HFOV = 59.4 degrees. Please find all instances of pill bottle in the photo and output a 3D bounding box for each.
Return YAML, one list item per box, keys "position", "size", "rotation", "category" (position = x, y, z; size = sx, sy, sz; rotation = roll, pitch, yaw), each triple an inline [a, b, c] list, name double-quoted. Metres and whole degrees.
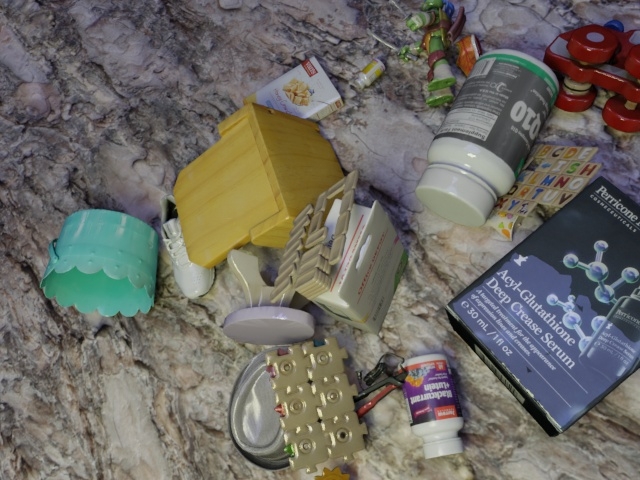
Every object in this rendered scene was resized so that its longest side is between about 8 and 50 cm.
- position: [0.132, -0.447, 1.511]
  size: [0.083, 0.043, 0.043]
  rotation: [-44, 64, -3]
  category: "pill bottle"
- position: [0.368, -0.225, 1.263]
  size: [0.204, 0.204, 0.361]
  rotation: [25, 80, 24]
  category: "pill bottle"
- position: [0.229, 0.337, 1.145]
  size: [0.108, 0.108, 0.194]
  rotation: [-16, 66, 11]
  category: "pill bottle"

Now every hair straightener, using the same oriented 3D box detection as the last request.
- position: [0.096, 0.305, 1.182]
  size: [0.230, 0.047, 0.089]
  rotation: [-49, 57, 31]
  category: "hair straightener"

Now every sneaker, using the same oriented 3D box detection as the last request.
- position: [0.384, -0.441, 1.430]
  size: [0.067, 0.064, 0.175]
  rotation: [-21, 59, 33]
  category: "sneaker"
- position: [-0.360, 0.015, 1.445]
  size: [0.111, 0.129, 0.297]
  rotation: [-25, 66, 6]
  category: "sneaker"

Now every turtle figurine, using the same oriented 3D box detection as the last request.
- position: [0.235, -0.479, 1.406]
  size: [0.274, 0.198, 0.266]
  rotation: [-4, 75, -25]
  category: "turtle figurine"

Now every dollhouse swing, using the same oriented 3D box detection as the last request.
- position: [-0.146, -0.103, 1.415]
  size: [0.305, 0.315, 0.347]
  rotation: [-43, 55, 35]
  category: "dollhouse swing"

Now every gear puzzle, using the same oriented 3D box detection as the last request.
- position: [0.001, 0.376, 1.153]
  size: [0.175, 0.044, 0.339]
  rotation: [-12, 78, -15]
  category: "gear puzzle"

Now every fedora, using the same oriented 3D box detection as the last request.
- position: [-0.111, 0.360, 1.235]
  size: [0.243, 0.124, 0.275]
  rotation: [10, 73, 20]
  category: "fedora"

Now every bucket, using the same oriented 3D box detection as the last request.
- position: [-0.541, 0.060, 1.411]
  size: [0.281, 0.281, 0.183]
  rotation: [-7, 59, 15]
  category: "bucket"

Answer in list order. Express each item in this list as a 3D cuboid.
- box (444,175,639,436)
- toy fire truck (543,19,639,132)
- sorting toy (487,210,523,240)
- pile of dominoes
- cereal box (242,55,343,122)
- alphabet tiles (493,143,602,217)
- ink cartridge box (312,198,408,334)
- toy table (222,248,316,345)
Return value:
- position: [0.493, 0.133, 1.082]
  size: [0.395, 0.212, 0.293]
  rotation: [-40, 63, -1]
  category: "box"
- position: [0.681, -0.404, 1.274]
  size: [0.302, 0.169, 0.254]
  rotation: [31, 57, 25]
  category: "toy fire truck"
- position: [0.419, -0.053, 1.277]
  size: [0.075, 0.045, 0.083]
  rotation: [26, 79, 44]
  category: "sorting toy"
- position: [0.000, 0.000, 1.074]
  size: [0.196, 0.040, 0.251]
  rotation: [-32, 31, 40]
  category: "pile of dominoes"
- position: [-0.078, -0.381, 1.550]
  size: [0.240, 0.047, 0.173]
  rotation: [-31, 64, 4]
  category: "cereal box"
- position: [0.479, -0.131, 1.215]
  size: [0.198, 0.009, 0.237]
  rotation: [-49, 23, -5]
  category: "alphabet tiles"
- position: [0.070, 0.053, 1.167]
  size: [0.119, 0.353, 0.207]
  rotation: [18, 76, 23]
  category: "ink cartridge box"
- position: [-0.110, 0.133, 1.270]
  size: [0.274, 0.252, 0.161]
  rotation: [-15, 57, 42]
  category: "toy table"
